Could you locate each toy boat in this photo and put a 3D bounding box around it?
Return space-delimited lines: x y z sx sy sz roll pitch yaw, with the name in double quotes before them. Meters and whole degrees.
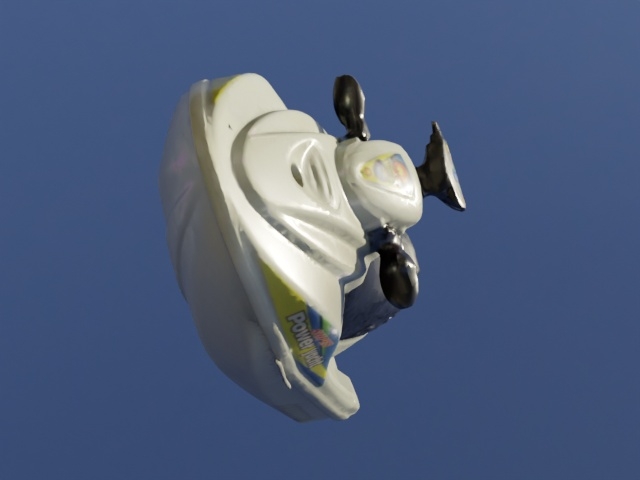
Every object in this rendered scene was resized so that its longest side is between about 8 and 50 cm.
"toy boat" -0.006 0.003 0.894 0.140 0.269 0.141 1 -107 -4
